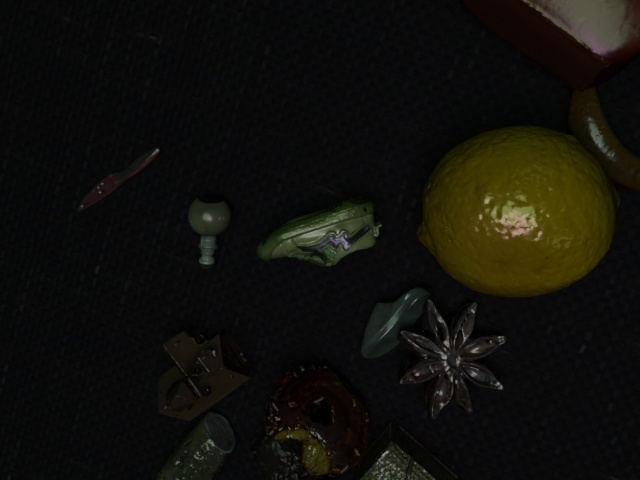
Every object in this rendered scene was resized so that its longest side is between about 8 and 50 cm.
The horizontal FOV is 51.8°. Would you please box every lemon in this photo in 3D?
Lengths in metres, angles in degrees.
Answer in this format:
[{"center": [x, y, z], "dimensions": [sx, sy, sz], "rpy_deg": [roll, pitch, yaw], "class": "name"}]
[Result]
[{"center": [0.349, -0.051, 1.181], "dimensions": [0.336, 0.336, 0.335], "rpy_deg": [1, 97, 10], "class": "lemon"}]

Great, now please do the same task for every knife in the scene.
[{"center": [-0.450, -0.137, 1.455], "dimensions": [0.247, 0.018, 0.035], "rpy_deg": [-32, 94, 13], "class": "knife"}]

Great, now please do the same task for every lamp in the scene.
[{"center": [-0.239, -0.013, 1.406], "dimensions": [0.091, 0.091, 0.163], "rpy_deg": [11, 112, 8], "class": "lamp"}]

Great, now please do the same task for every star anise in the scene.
[{"center": [0.252, 0.238, 1.337], "dimensions": [0.223, 0.109, 0.235], "rpy_deg": [5, 86, -14], "class": "star anise"}]

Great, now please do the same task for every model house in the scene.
[{"center": [-0.275, 0.284, 1.361], "dimensions": [0.181, 0.248, 0.176], "rpy_deg": [-36, 90, 11], "class": "model house"}]

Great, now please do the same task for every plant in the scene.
[{"center": [-0.051, 0.486, 1.403], "dimensions": [0.203, 0.131, 0.142], "rpy_deg": [48, 115, 2], "class": "plant"}]

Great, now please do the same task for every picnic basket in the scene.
[{"center": [0.179, 0.503, 1.358], "dimensions": [0.196, 0.154, 0.134], "rpy_deg": [41, 102, 2], "class": "picnic basket"}]

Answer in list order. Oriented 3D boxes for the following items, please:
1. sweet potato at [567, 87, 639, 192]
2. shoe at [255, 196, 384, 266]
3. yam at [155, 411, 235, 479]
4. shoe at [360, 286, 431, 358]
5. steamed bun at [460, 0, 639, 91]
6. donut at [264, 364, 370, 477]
[{"center": [0.535, -0.200, 1.251], "dimensions": [0.108, 0.079, 0.346], "rpy_deg": [-31, 90, -16], "class": "sweet potato"}, {"center": [-0.003, -0.007, 1.330], "dimensions": [0.262, 0.140, 0.128], "rpy_deg": [-24, 83, 6], "class": "shoe"}, {"center": [-0.270, 0.482, 1.460], "dimensions": [0.107, 0.107, 0.194], "rpy_deg": [38, 101, 3], "class": "yam"}, {"center": [0.146, 0.160, 1.372], "dimensions": [0.195, 0.079, 0.078], "rpy_deg": [-50, 53, 19], "class": "shoe"}, {"center": [0.428, -0.466, 1.145], "dimensions": [0.379, 0.235, 0.248], "rpy_deg": [41, 93, 10], "class": "steamed bun"}, {"center": [-0.011, 0.369, 1.355], "dimensions": [0.230, 0.216, 0.096], "rpy_deg": [31, 132, -12], "class": "donut"}]
